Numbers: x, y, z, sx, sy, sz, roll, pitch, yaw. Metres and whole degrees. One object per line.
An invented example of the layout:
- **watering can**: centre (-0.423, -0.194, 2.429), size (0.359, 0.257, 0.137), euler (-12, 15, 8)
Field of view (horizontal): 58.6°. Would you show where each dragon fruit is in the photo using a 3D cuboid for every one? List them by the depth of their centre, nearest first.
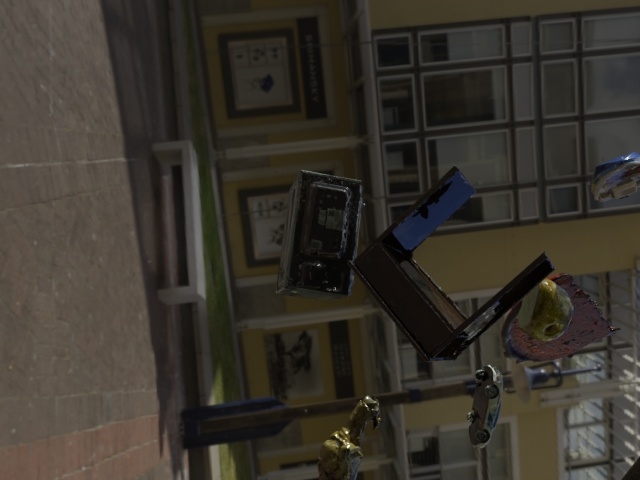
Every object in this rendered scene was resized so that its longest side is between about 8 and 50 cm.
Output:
- **dragon fruit**: centre (0.592, 0.209, 1.511), size (0.343, 0.282, 0.100), euler (40, 21, -35)

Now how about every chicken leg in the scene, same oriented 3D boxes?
- **chicken leg**: centre (0.059, 0.428, 1.199), size (0.088, 0.103, 0.228), euler (17, -102, 51)

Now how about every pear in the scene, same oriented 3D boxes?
- **pear**: centre (0.504, 0.155, 1.257), size (0.141, 0.103, 0.141), euler (14, 90, -87)

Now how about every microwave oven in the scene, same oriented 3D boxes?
- **microwave oven**: centre (0.000, 0.000, 1.466), size (0.237, 0.181, 0.295), euler (143, -45, -76)

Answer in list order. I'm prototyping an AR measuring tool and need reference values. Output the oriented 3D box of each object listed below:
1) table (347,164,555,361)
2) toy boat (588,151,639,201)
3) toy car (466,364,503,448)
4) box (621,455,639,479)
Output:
- **table**: centre (0.258, 0.052, 1.115), size (0.251, 0.282, 0.196), euler (52, 14, 26)
- **toy boat**: centre (0.713, -0.154, 1.360), size (0.295, 0.129, 0.088), euler (13, 57, -65)
- **toy car**: centre (0.398, 0.402, 1.377), size (0.095, 0.056, 0.205), euler (-97, -167, -78)
- **box**: centre (0.662, 0.470, 0.955), size (0.273, 0.184, 0.143), euler (43, -52, 38)
